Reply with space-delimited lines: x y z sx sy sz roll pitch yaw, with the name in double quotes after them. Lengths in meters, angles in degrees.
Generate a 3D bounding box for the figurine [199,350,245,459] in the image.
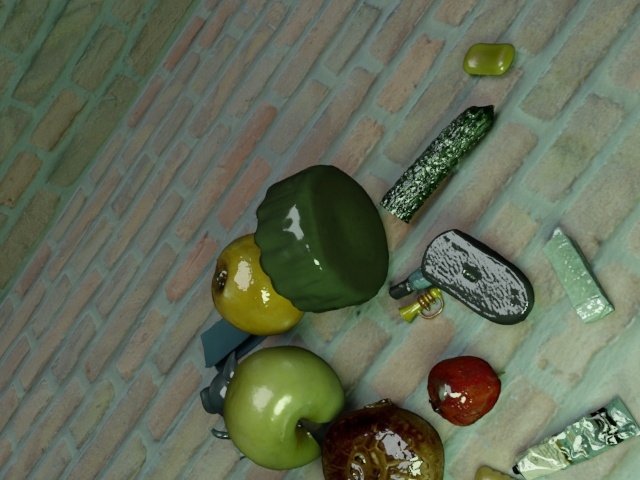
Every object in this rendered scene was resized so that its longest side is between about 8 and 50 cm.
-0.232 0.459 1.822 0.193 0.140 0.265 -48 30 35 "figurine"

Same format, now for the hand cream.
0.476 0.387 1.318 0.248 0.052 0.075 -34 74 17 "hand cream"

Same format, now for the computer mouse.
0.350 0.083 1.517 0.269 0.086 0.138 35 104 28 "computer mouse"

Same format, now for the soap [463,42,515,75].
0.425 -0.457 1.748 0.140 0.045 0.089 17 85 43 "soap"

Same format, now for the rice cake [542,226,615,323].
0.519 0.074 1.407 0.069 0.063 0.206 -41 48 26 "rice cake"

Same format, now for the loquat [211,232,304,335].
-0.145 0.122 1.806 0.274 0.275 0.275 -18 59 34 "loquat"

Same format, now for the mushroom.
0.128 0.471 1.487 0.297 0.163 0.278 -24 57 32 "mushroom"

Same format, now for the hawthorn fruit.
0.306 0.305 1.444 0.172 0.148 0.148 -28 49 -6 "hawthorn fruit"

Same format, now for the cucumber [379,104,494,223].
0.293 -0.202 1.708 0.359 0.096 0.096 -51 47 12 "cucumber"

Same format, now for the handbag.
-0.248 0.264 1.983 0.221 0.057 0.144 -41 44 19 "handbag"

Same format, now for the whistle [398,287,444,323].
0.240 0.155 1.624 0.109 0.046 0.057 -34 37 16 "whistle"

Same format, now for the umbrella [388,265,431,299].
0.267 0.071 1.626 0.250 0.052 0.053 -30 85 26 "umbrella"

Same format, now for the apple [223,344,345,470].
-0.090 0.390 1.650 0.254 0.292 0.292 30 91 49 "apple"

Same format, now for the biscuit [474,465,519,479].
0.405 0.572 1.287 0.324 0.044 0.217 12 77 43 "biscuit"

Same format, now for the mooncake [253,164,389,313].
0.000 0.000 1.684 0.194 0.356 0.356 -23 57 34 "mooncake"
